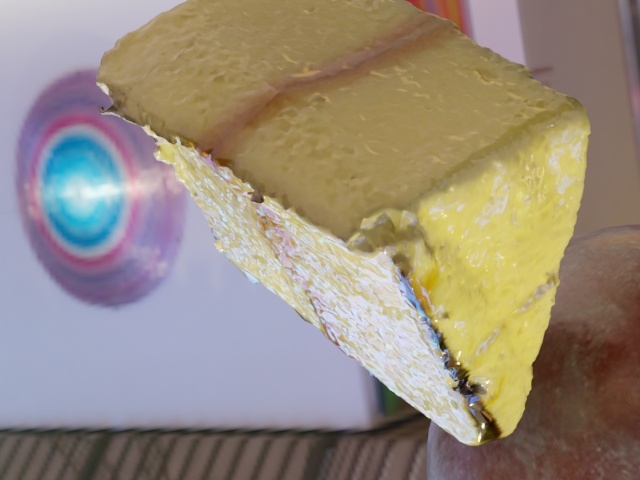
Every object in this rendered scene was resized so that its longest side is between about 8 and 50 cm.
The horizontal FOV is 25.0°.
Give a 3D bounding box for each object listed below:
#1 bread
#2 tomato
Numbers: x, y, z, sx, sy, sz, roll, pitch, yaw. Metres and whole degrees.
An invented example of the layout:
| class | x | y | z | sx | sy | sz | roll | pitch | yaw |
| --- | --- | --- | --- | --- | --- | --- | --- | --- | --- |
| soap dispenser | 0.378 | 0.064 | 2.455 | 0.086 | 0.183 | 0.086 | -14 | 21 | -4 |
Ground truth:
| class | x | y | z | sx | sy | sz | roll | pitch | yaw |
| --- | --- | --- | --- | --- | --- | --- | --- | --- | --- |
| bread | 0.000 | 0.000 | 0.865 | 0.198 | 0.236 | 0.263 | -25 | -135 | -33 |
| tomato | 0.227 | 0.146 | 1.021 | 0.282 | 0.316 | 0.317 | 30 | -163 | 16 |
